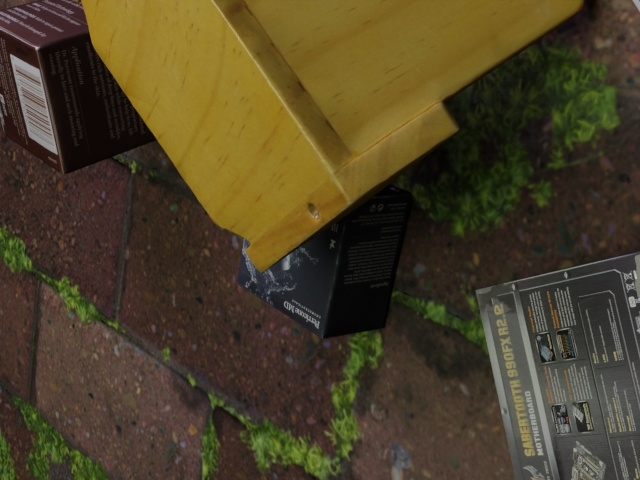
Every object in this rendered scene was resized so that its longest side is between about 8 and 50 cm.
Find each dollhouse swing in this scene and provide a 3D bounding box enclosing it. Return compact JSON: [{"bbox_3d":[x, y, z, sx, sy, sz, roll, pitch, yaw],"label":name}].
[{"bbox_3d":[0.004,-0.221,0.950,0.347,0.305,0.315,55,152,1],"label":"dollhouse swing"}]

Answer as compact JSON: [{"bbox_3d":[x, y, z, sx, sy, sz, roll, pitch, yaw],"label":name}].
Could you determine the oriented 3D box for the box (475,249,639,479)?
[{"bbox_3d":[0.239,0.135,0.885,0.183,0.056,0.231,-19,79,48],"label":"box"}]

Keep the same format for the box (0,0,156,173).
[{"bbox_3d":[-0.289,-0.211,1.300,0.167,0.203,0.168,29,133,43],"label":"box"}]

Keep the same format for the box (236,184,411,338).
[{"bbox_3d":[0.000,0.000,1.113,0.156,0.093,0.158,29,116,43],"label":"box"}]

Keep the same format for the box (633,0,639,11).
[{"bbox_3d":[0.319,-0.122,0.685,0.087,0.169,0.290,-44,63,41],"label":"box"}]
